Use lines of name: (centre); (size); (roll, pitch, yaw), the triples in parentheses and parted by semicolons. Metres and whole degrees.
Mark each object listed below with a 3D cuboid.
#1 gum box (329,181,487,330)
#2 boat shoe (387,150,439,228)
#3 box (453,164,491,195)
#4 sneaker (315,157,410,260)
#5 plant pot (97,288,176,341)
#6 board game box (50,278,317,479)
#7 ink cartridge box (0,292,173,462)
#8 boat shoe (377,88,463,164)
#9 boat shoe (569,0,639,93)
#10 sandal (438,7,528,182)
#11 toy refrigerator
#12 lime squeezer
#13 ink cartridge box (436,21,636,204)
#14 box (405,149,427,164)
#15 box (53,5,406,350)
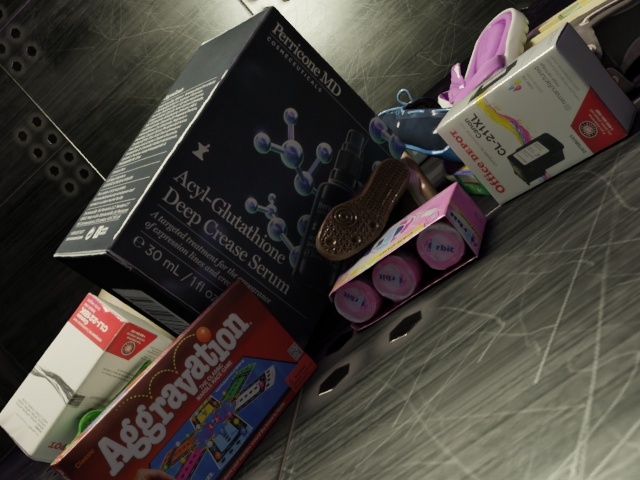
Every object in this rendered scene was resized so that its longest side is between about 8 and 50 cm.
gum box: (0.100, 0.022, 0.820); (0.188, 0.062, 0.107); (-37, 9, 30)
boat shoe: (0.126, -0.068, 1.054); (0.092, 0.103, 0.285); (-35, 15, 8)
box: (0.272, -0.134, 0.935); (0.179, 0.043, 0.105); (-40, 8, -3)
sneaker: (0.057, -0.028, 0.900); (0.188, 0.066, 0.071); (-46, -12, -32)
plant pot: (-0.430, 0.175, 1.737); (0.334, 0.334, 0.305); (-34, 22, 40)
board game box: (-0.129, 0.181, 0.738); (0.027, 0.145, 0.281); (-32, 12, 51)
ink cartridge box: (-0.413, 0.260, 1.254); (0.273, 0.114, 0.197); (-56, -28, -9)
boat shoe: (0.168, -0.181, 1.080); (0.258, 0.109, 0.089); (33, 109, 59)
boat shoe: (0.373, -0.247, 0.827); (0.335, 0.112, 0.095); (-38, 3, -1)
sandal: (0.254, -0.258, 1.164); (0.169, 0.102, 0.416); (-45, 19, 48)
toy refrigerator: (0.438, -0.356, 1.164); (0.102, 0.094, 0.269); (-44, 9, -21)
lime squeezer: (-0.364, 0.329, 1.134); (0.110, 0.059, 0.310); (-15, 27, 17)
ink cartridge box: (0.242, -0.137, 0.786); (0.175, 0.127, 0.072); (-34, 13, 45)
box: (0.241, -0.242, 1.597); (0.232, 0.059, 0.183); (-43, 8, -19)
box: (-0.110, -0.059, 0.959); (0.212, 0.293, 0.395); (-4, 52, 53)
